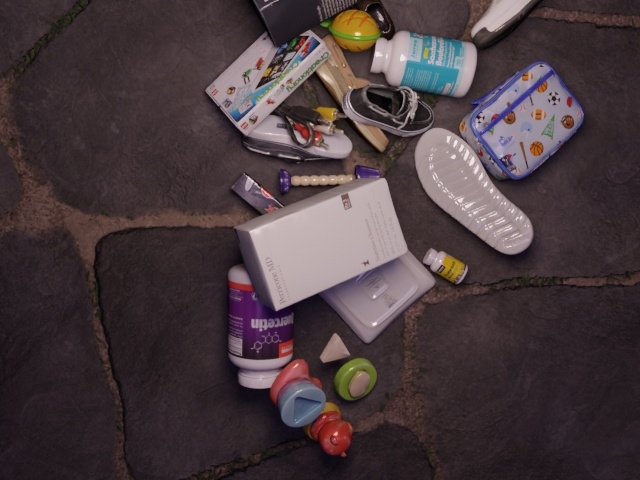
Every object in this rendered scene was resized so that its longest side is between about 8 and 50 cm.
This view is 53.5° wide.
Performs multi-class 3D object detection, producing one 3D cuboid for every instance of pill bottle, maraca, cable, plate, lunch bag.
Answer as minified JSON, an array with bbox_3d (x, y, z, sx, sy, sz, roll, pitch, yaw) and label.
[{"bbox_3d":[0.267,-0.469,1.678,0.263,0.146,0.146,8,97,-4],"label":"pill bottle"},{"bbox_3d":[0.077,-0.547,1.640,0.127,0.185,0.099,-13,128,-29],"label":"maraca"},{"bbox_3d":[-0.075,-0.324,1.679,0.287,0.072,0.140,27,82,27],"label":"cable"},{"bbox_3d":[0.149,0.118,1.791,0.277,0.045,0.278,-42,103,2],"label":"plate"},{"bbox_3d":[0.351,0.070,1.795,0.116,0.065,0.065,29,95,-5],"label":"pill bottle"},{"bbox_3d":[-0.163,0.228,1.736,0.181,0.181,0.323,0,98,-2],"label":"pill bottle"},{"bbox_3d":[0.534,-0.320,1.711,0.303,0.115,0.243,-40,99,-7],"label":"lunch bag"}]

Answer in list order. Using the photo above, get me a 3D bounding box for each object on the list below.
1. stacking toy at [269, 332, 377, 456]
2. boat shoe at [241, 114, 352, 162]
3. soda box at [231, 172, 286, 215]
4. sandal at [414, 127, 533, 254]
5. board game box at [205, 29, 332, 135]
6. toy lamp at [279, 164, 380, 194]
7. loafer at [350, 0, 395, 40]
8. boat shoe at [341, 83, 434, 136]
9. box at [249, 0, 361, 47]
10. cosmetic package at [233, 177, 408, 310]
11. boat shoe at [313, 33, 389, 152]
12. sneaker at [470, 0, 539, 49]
[{"bbox_3d":[0.037,0.435,1.738,0.279,0.130,0.309,-43,127,-2],"label":"stacking toy"},{"bbox_3d":[-0.067,-0.259,1.718,0.301,0.108,0.102,10,139,-2],"label":"boat shoe"},{"bbox_3d":[-0.164,-0.114,1.755,0.169,0.053,0.060,40,94,-7],"label":"soda box"},{"bbox_3d":[0.412,-0.127,1.756,0.169,0.102,0.416,-40,84,17],"label":"sandal"},{"bbox_3d":[-0.140,-0.438,1.657,0.305,0.053,0.193,-42,55,4],"label":"board game box"},{"bbox_3d":[0.026,-0.167,1.743,0.274,0.080,0.080,-3,98,-3],"label":"toy lamp"},{"bbox_3d":[0.127,-0.629,1.685,0.080,0.078,0.220,-42,97,3],"label":"loafer"},{"bbox_3d":[0.202,-0.347,1.644,0.306,0.105,0.113,9,76,-37],"label":"boat shoe"},{"bbox_3d":[-0.066,-0.696,1.574,0.294,0.183,0.296,-28,73,1],"label":"box"},{"bbox_3d":[0.000,0.000,1.598,0.384,0.156,0.217,-25,104,-21],"label":"cosmetic package"},{"bbox_3d":[0.091,-0.391,1.694,0.110,0.121,0.341,-36,96,2],"label":"boat shoe"},{"bbox_3d":[0.497,-0.727,1.667,0.257,0.169,0.447,43,86,2],"label":"sneaker"}]
